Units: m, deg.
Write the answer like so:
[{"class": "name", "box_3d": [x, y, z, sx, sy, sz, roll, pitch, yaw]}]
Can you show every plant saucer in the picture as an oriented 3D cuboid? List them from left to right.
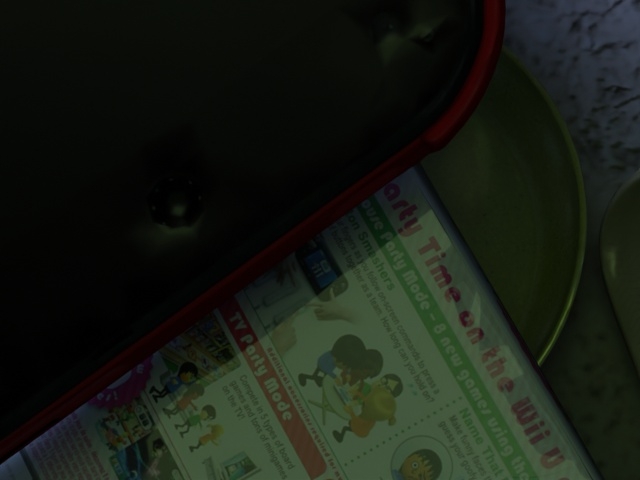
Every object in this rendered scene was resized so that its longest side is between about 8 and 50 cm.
[{"class": "plant saucer", "box_3d": [0.000, 0.000, 0.806, 0.241, 0.037, 0.241, -4, 67, 10]}]

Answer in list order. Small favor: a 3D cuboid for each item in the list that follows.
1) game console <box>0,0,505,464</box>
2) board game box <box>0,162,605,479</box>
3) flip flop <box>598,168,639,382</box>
[{"class": "game console", "box_3d": [-0.163, -0.092, 0.636, 0.386, 0.060, 0.342, -36, 93, 3]}, {"class": "board game box", "box_3d": [-0.046, 0.125, 0.700, 0.303, 0.097, 0.224, -30, 75, 6]}, {"class": "flip flop", "box_3d": [0.178, 0.080, 0.694, 0.112, 0.080, 0.277, -38, 60, 28]}]
